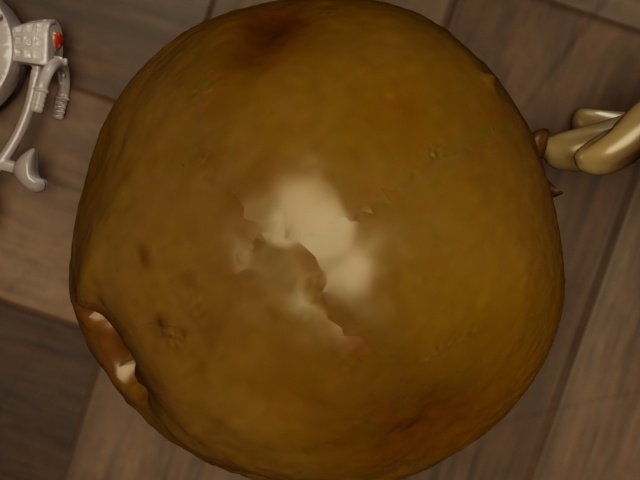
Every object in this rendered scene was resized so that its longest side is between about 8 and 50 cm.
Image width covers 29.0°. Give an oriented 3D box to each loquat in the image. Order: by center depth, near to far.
[{"bbox_3d":[0.000,0.000,0.514,0.208,0.208,0.208,0,95,1],"label":"loquat"}]

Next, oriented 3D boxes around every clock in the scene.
[{"bbox_3d":[-0.167,-0.056,0.588,0.087,0.041,0.129,9,91,4],"label":"clock"}]

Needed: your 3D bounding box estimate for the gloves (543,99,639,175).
[{"bbox_3d":[0.189,-0.025,0.524,0.124,0.203,0.164,-25,134,-22],"label":"gloves"}]
